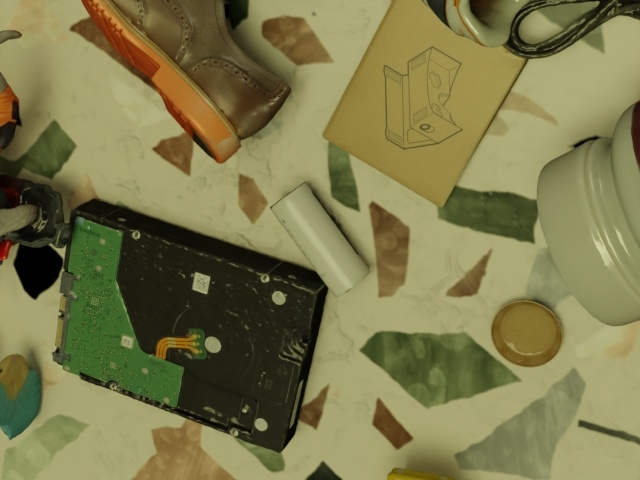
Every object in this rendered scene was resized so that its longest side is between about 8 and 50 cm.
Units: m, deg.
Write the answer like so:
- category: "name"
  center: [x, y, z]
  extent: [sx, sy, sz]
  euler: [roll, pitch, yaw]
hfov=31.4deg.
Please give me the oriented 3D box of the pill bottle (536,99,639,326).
- category: "pill bottle"
  center: [0.420, -0.068, 1.075]
  extent: [0.392, 0.224, 0.224]
  euler: [-26, 97, 35]

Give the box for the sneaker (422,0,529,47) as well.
- category: "sneaker"
  center: [0.219, -0.336, 1.115]
  extent: [0.127, 0.126, 0.321]
  euler: [56, 131, 35]

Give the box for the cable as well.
- category: "cable"
  center: [0.323, -0.247, 1.145]
  extent: [0.287, 0.072, 0.139]
  euler: [0, 106, 15]

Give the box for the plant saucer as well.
- category: "plant saucer"
  center: [0.241, 0.107, 1.326]
  extent: [0.083, 0.015, 0.083]
  euler: [6, 108, 18]

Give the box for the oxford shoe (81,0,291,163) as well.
- category: "oxford shoe"
  center: [-0.181, -0.261, 1.325]
  extent: [0.132, 0.130, 0.364]
  euler: [-39, 83, -7]

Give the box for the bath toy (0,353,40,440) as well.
- category: "bath toy"
  center: [-0.571, 0.197, 1.588]
  extent: [0.348, 0.129, 0.151]
  euler: [5, 109, 19]

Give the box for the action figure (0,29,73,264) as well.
- category: "action figure"
  center: [-0.487, -0.092, 1.429]
  extent: [0.341, 0.178, 0.330]
  euler: [4, 96, 29]

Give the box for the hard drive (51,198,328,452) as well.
- category: "hard drive"
  center: [-0.172, 0.106, 1.449]
  extent: [0.339, 0.064, 0.237]
  euler: [17, 112, 13]

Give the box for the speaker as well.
- category: "speaker"
  center: [0.000, 0.000, 1.357]
  extent: [0.055, 0.055, 0.136]
  euler: [-35, 92, 26]

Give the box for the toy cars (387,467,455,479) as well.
- category: "toy cars"
  center: [0.197, 0.432, 1.414]
  extent: [0.176, 0.087, 0.394]
  euler: [-37, 95, 31]

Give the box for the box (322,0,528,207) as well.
- category: "box"
  center: [0.116, -0.161, 1.282]
  extent: [0.164, 0.021, 0.201]
  euler: [32, 114, 8]
